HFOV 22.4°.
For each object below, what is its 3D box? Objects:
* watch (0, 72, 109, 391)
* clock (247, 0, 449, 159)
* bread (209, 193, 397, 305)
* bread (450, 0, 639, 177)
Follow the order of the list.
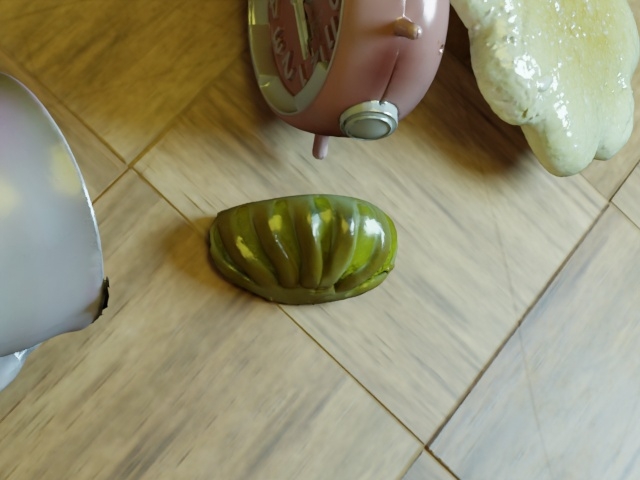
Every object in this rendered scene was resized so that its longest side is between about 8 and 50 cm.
[{"bbox_3d":[-0.245,-0.030,1.118,0.211,0.217,0.248,-19,78,-32],"label":"watch"},{"bbox_3d":[0.034,-0.193,1.324,0.142,0.227,0.241,4,61,-23],"label":"clock"},{"bbox_3d":[0.000,0.000,1.306,0.157,0.094,0.083,8,60,-32],"label":"bread"},{"bbox_3d":[0.209,-0.214,1.460,0.316,0.054,0.316,21,63,-48],"label":"bread"}]
